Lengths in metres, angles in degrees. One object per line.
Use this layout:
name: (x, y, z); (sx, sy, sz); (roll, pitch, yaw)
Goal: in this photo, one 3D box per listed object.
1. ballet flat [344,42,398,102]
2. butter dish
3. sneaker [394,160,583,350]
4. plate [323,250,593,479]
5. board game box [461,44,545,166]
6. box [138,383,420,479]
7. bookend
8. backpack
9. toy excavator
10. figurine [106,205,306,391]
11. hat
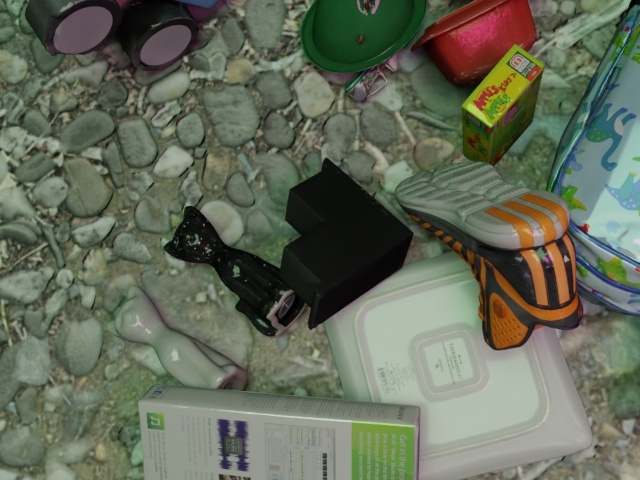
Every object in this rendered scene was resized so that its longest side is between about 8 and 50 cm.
ballet flat: (0.079, -0.231, 1.096); (0.041, 0.041, 0.114); (37, 87, 15)
butter dish: (0.208, -0.241, 1.029); (0.160, 0.160, 0.118); (-26, 99, 4)
sneaker: (0.183, 0.021, 0.931); (0.125, 0.321, 0.180); (-19, 110, -7)
plate: (0.156, 0.150, 0.997); (0.278, 0.045, 0.277); (-16, 77, 7)
board game box: (0.214, -0.151, 0.975); (0.043, 0.181, 0.092); (41, 88, 15)
box: (-0.046, 0.292, 0.952); (0.322, 0.058, 0.232); (3, 106, 12)
bookend: (0.000, 0.000, 0.995); (0.157, 0.072, 0.156); (-33, 63, -30)
backpack: (0.393, -0.083, 0.915); (0.290, 0.273, 0.355); (35, 104, 10)
toy excavator: (-0.158, -0.453, 1.067); (0.445, 0.433, 0.222); (-43, 72, 29)
figurine: (-0.157, 0.087, 1.054); (0.209, 0.092, 0.214); (35, 88, 23)
hat: (0.036, -0.343, 1.027); (0.208, 0.183, 0.173); (-47, 58, -5)
